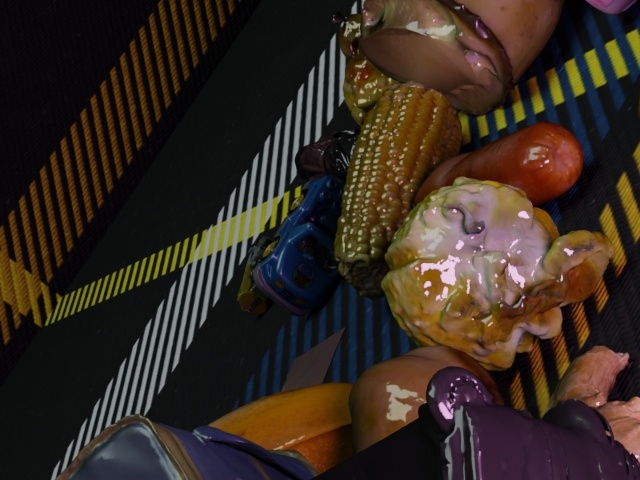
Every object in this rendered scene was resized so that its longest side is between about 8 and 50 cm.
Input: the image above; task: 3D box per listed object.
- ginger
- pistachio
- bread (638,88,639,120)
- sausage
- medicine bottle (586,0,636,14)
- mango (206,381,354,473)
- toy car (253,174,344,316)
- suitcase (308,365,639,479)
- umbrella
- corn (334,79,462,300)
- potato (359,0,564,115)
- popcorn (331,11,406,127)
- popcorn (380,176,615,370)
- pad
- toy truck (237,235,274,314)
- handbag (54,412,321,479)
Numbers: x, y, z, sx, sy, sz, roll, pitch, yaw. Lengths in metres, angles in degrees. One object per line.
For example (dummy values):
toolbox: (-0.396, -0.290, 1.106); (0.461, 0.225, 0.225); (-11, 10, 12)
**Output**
ginger: (0.214, 0.174, 1.397); (0.333, 0.081, 0.148); (-85, 20, -66)
pistachio: (0.100, 0.181, 1.613); (0.165, 0.130, 0.210); (-54, 30, 6)
bread: (0.362, -0.159, 1.694); (0.156, 0.086, 0.125); (-52, 14, -4)
sausage: (0.194, -0.066, 1.974); (0.089, 0.083, 0.300); (-54, 13, -19)
medicine bottle: (0.363, -0.359, 2.056); (0.168, 0.135, 0.135); (-43, 18, 28)
mango: (-0.057, 0.249, 1.796); (0.350, 0.201, 0.199); (-37, 48, 21)
toy car: (0.000, 0.000, 2.342); (0.100, 0.097, 0.191); (-24, 31, 57)
suitcase: (0.071, 0.298, 1.228); (0.345, 0.188, 0.339); (-35, 45, 47)
umbrella: (0.029, -0.107, 2.489); (0.090, 0.094, 0.326); (-16, 5, -15)
corn: (0.095, -0.070, 2.185); (0.130, 0.130, 0.347); (-37, 25, 43)
potato: (0.200, -0.301, 2.272); (0.242, 0.242, 0.285); (-57, 9, -18)
popcorn: (0.106, -0.238, 2.514); (0.140, 0.163, 0.194); (95, 163, -51)
popcorn: (0.168, 0.028, 1.687); (0.212, 0.198, 0.198); (5, 51, 31)
pad: (-0.031, 0.192, 2.170); (0.113, 0.006, 0.187); (-37, 21, 45)
toy truck: (-0.085, 0.051, 2.554); (0.063, 0.052, 0.123); (-50, 16, 30)
handbag: (-0.097, 0.293, 1.557); (0.222, 0.241, 0.263); (-42, 57, 18)
